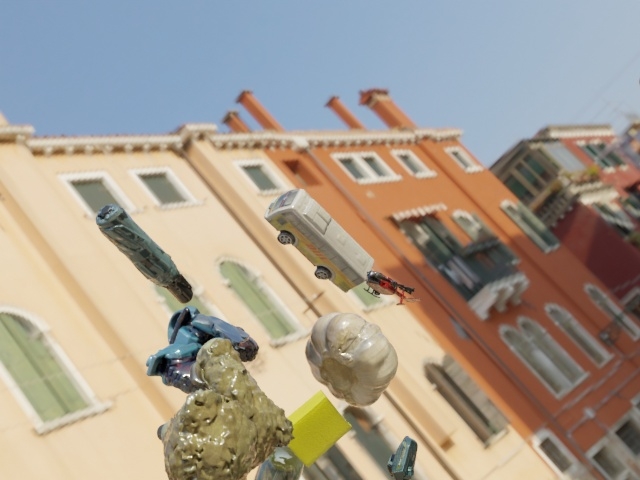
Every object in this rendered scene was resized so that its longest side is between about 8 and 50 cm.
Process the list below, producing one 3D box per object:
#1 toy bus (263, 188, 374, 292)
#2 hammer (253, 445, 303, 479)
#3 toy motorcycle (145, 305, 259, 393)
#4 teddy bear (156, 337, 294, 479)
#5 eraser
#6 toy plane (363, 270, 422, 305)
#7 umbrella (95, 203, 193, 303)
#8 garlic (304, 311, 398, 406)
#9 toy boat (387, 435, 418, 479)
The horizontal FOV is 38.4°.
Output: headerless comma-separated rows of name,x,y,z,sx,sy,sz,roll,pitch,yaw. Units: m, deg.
toy bus,0.000,0.000,2.055,0.106,0.268,0.092,-29,24,42
hammer,-0.081,0.657,2.245,0.113,0.305,0.202,3,-59,-24
toy motorcycle,-0.298,0.266,2.181,0.416,0.232,0.172,-36,-32,-74
teddy bear,-0.149,0.290,1.341,0.256,0.156,0.267,-12,-78,-68
eraser,-0.014,0.369,1.809,0.122,0.097,0.045,-41,21,-6
toy plane,0.132,0.090,1.746,0.060,0.037,0.145,-13,-34,43
umbrella,-0.292,0.029,1.558,0.053,0.052,0.250,-61,-42,-27
garlic,0.071,0.256,2.047,0.152,0.228,0.228,-36,-18,-39
toy boat,0.191,0.494,2.086,0.060,0.055,0.141,-10,27,24
